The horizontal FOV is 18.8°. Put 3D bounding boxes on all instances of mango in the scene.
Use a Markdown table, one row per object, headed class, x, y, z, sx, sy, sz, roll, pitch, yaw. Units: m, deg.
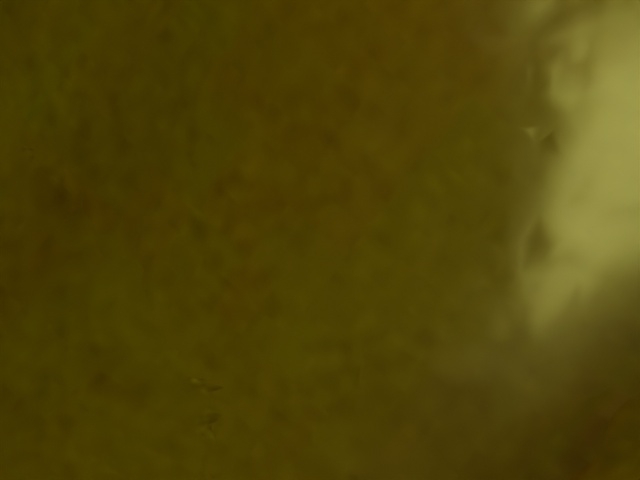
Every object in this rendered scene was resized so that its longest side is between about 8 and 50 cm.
| class | x | y | z | sx | sy | sz | roll | pitch | yaw |
| --- | --- | --- | --- | --- | --- | --- | --- | --- | --- |
| mango | 0.000 | 0.000 | 0.552 | 0.300 | 0.232 | 0.446 | 33 | 101 | 16 |
